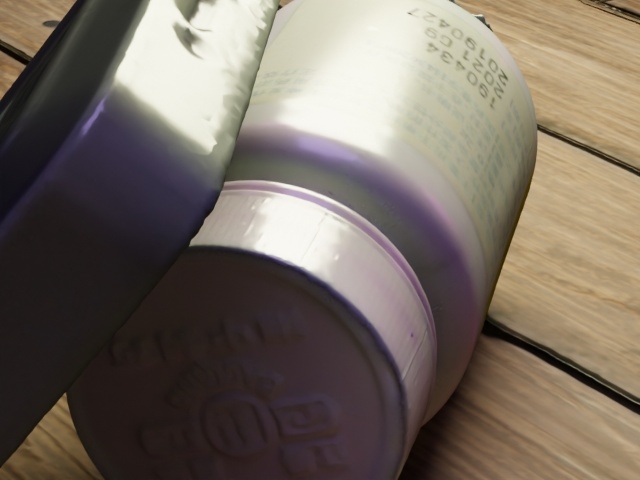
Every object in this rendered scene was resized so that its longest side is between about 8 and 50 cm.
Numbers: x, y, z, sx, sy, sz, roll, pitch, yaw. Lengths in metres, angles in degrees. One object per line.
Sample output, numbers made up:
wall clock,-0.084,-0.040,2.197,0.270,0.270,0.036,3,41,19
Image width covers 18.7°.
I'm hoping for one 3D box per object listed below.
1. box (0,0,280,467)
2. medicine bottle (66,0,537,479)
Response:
box,-0.162,0.008,0.984,0.090,0.373,0.367,35,24,-13
medicine bottle,0.000,0.000,1.138,0.213,0.213,0.378,7,27,12
